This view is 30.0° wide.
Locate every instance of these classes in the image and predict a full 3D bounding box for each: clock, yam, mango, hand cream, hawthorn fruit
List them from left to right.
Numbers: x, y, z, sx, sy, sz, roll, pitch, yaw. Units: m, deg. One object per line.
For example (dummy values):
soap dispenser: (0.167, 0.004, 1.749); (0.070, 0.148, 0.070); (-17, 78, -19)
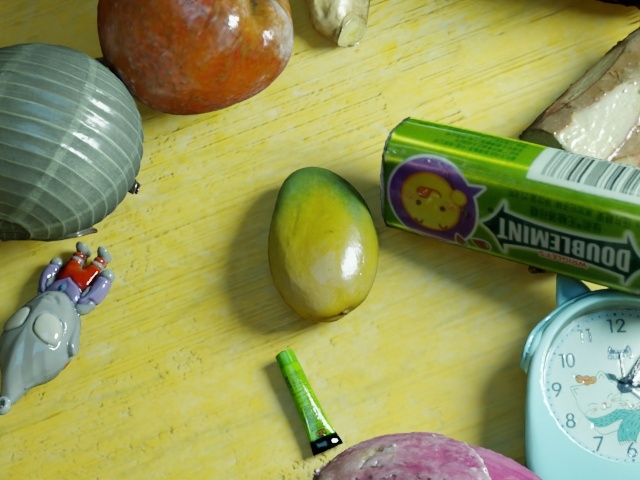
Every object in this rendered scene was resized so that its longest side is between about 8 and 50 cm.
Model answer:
hawthorn fruit: (-0.148, -0.249, 1.413); (0.231, 0.263, 0.235); (12, 27, -22)
hand cream: (-0.016, 0.179, 1.335); (0.036, 0.023, 0.122); (-21, 69, -14)
mango: (0.000, 0.000, 1.371); (0.130, 0.092, 0.194); (-19, 59, 1)
clock: (0.324, 0.162, 1.269); (0.224, 0.094, 0.274); (-2, 67, 5)
yam: (0.349, -0.146, 1.366); (0.238, 0.128, 0.129); (-41, 111, -9)

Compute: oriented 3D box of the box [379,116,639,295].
box: (0.235, -0.034, 1.286); (0.346, 0.134, 0.097); (17, 37, 27)

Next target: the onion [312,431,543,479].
onion: (0.128, 0.305, 1.145); (0.349, 0.159, 0.267); (-13, 69, 24)

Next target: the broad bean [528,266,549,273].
broad bean: (0.357, -0.006, 1.348); (0.256, 0.053, 0.052); (-13, 109, 5)

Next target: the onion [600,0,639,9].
onion: (0.404, -0.416, 1.368); (0.341, 0.341, 0.341); (-2, 69, 6)

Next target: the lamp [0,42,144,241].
lamp: (-0.329, -0.105, 1.366); (0.265, 0.233, 0.233); (10, 70, 24)

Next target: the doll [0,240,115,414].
doll: (-0.313, 0.102, 1.373); (0.102, 0.075, 0.227); (13, 59, 28)

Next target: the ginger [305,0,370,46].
ginger: (0.056, -0.455, 1.511); (0.348, 0.122, 0.363); (-47, 47, 13)
